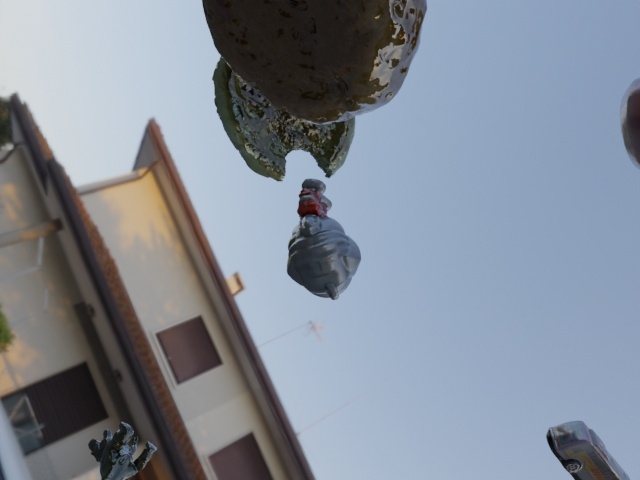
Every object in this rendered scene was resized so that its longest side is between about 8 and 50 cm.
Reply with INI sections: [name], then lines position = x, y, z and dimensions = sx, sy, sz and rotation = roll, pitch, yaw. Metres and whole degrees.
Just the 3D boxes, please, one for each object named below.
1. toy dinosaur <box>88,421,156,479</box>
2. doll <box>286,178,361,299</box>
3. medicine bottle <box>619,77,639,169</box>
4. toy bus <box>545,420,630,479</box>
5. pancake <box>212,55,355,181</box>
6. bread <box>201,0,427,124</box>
[toy dinosaur]
position = -0.384, 0.414, 0.977
dimensions = 0.087, 0.179, 0.187
rotation = 45, -27, -13
[doll]
position = 0.000, 0.000, 0.598
dimensions = 0.180, 0.079, 0.094
rotation = -98, 170, -49
[medicine bottle]
position = 0.525, -0.166, 0.693
dimensions = 0.247, 0.147, 0.147
rotation = -9, -79, 46
[toy bus]
position = 0.449, 0.370, 0.920
dimensions = 0.072, 0.057, 0.172
rotation = -34, -71, 25
[pancake]
position = -0.044, -0.207, 0.823
dimensions = 0.037, 0.254, 0.253
rotation = -3, -75, 54
[bread]
position = -0.004, -0.228, 0.523
dimensions = 0.230, 0.123, 0.229
rotation = 22, -42, 21
